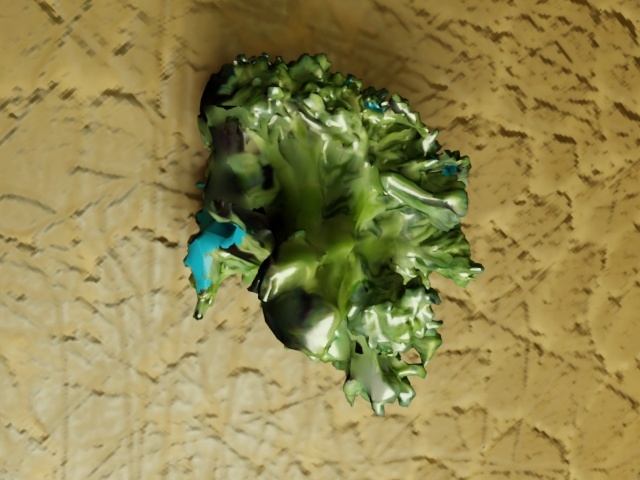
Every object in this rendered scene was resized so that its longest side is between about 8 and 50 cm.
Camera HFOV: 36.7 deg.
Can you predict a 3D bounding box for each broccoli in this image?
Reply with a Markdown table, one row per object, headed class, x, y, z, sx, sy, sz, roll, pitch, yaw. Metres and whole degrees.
| class | x | y | z | sx | sy | sz | roll | pitch | yaw |
| --- | --- | --- | --- | --- | --- | --- | --- | --- | --- |
| broccoli | 0.000 | 0.000 | 0.455 | 0.155 | 0.160 | 0.167 | 15 | 112 | 10 |
